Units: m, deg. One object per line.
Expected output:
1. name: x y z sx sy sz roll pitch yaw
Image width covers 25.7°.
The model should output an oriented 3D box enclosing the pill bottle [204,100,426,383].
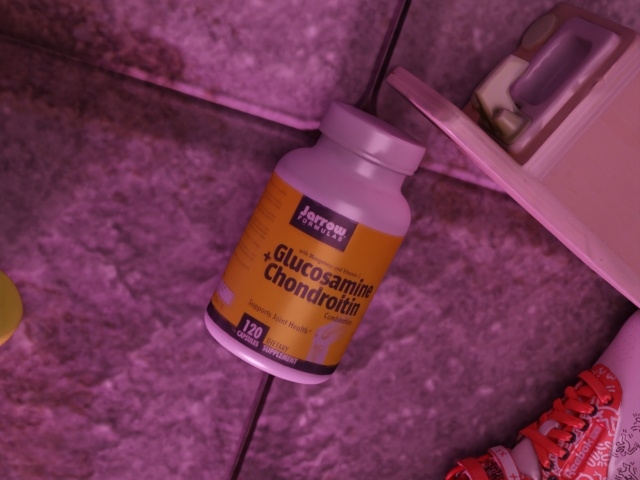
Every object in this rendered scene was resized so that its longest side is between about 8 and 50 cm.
1. pill bottle: 0.000 0.000 0.988 0.103 0.103 0.184 23 101 -18

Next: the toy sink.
1. toy sink: 0.184 -0.075 0.980 0.234 0.153 0.131 40 95 -19

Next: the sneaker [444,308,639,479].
1. sneaker: 0.185 0.167 1.089 0.145 0.090 0.270 10 107 -18

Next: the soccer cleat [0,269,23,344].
1. soccer cleat: -0.350 0.065 0.950 0.289 0.121 0.093 -9 68 -23
